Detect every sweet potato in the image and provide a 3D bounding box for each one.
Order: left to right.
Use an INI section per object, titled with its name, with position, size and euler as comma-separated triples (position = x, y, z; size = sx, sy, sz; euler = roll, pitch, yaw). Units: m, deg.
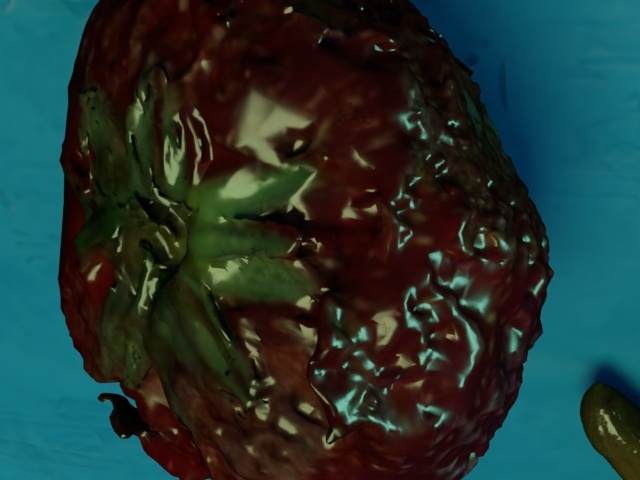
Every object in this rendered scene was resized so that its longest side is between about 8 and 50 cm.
[sweet potato]
position = 0.198, 0.148, 0.868
size = 0.053, 0.054, 0.182
euler = -32, 115, -7

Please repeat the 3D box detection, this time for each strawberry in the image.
[strawberry]
position = 0.000, 0.000, 0.714
size = 0.274, 0.220, 0.274
euler = 18, 115, 46
